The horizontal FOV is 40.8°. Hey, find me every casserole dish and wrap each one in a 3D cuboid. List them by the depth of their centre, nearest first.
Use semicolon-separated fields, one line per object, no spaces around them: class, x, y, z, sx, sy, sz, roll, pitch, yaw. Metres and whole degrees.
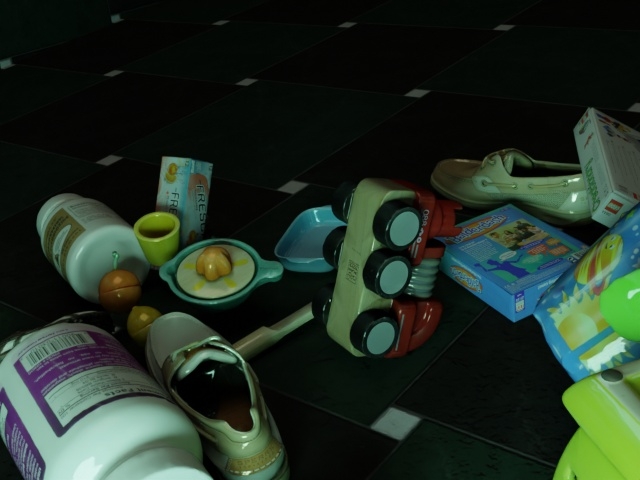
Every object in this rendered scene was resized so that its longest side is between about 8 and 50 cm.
casserole dish;0.000;0.000;1.374;0.114;0.037;0.188;2;31;20

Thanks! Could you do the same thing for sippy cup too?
sippy cup;0.359;0.070;0.900;0.224;0.305;0.240;-39;33;17

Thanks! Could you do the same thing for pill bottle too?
pill bottle;-0.228;0.217;0.908;0.169;0.169;0.301;-25;32;-25
pill bottle;-0.376;0.003;1.388;0.131;0.131;0.229;-24;31;-25

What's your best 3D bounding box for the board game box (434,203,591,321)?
board game box;0.273;0.025;1.226;0.160;0.047;0.210;-21;30;-18

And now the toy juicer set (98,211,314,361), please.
toy juicer set;-0.165;0.070;1.188;0.329;0.089;0.209;19;46;23

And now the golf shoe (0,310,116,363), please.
golf shoe;-0.387;0.142;1.195;0.198;0.077;0.094;-25;31;-28

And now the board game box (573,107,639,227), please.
board game box;0.474;-0.078;1.248;0.193;0.053;0.305;27;31;-4

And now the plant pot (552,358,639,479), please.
plant pot;0.331;0.211;0.699;0.228;0.207;0.227;-14;28;-9

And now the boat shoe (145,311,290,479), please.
boat shoe;-0.126;0.162;0.999;0.113;0.103;0.302;-25;40;-22

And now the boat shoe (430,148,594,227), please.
boat shoe;0.310;-0.104;1.398;0.302;0.098;0.109;19;39;42

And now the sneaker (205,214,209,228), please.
sneaker;-0.224;-0.027;1.473;0.076;0.065;0.166;-13;30;-17

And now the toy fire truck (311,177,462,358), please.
toy fire truck;0.121;0.027;1.133;0.246;0.217;0.158;0;19;-35

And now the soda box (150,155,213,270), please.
soda box;-0.222;-0.040;1.364;0.063;0.183;0.058;8;1;30

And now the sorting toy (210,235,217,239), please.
sorting toy;-0.165;0.028;1.366;0.042;0.061;0.102;-44;28;-1
